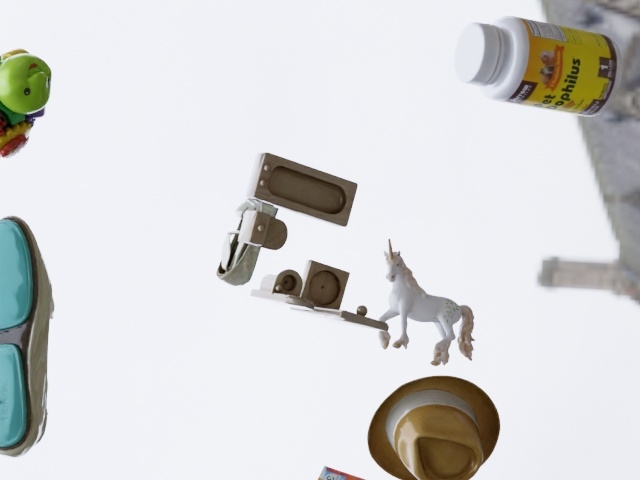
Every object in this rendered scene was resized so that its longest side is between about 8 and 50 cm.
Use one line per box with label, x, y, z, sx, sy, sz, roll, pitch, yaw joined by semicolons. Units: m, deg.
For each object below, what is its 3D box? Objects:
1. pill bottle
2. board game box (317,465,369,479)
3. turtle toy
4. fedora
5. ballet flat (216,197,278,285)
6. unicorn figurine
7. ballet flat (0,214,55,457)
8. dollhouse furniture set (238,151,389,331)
pill bottle;0.295;-0.240;1.935;0.215;0.117;0.117;6;-94;-23
board game box;0.109;0.404;1.713;0.144;0.275;0.142;80;-147;-48
turtle toy;-0.246;-0.101;1.075;0.066;0.130;0.095;49;-134;7
fedora;0.158;0.272;1.898;0.079;0.194;0.194;-111;3;-59
ballet flat;-0.099;-0.017;1.947;0.052;0.057;0.168;15;-84;-37
unicorn figurine;0.114;0.081;1.678;0.162;0.060;0.111;24;-109;-28
ballet flat;-0.313;0.101;1.471;0.086;0.086;0.248;17;-110;-60
dollhouse furniture set;0.000;0.000;1.468;0.144;0.123;0.151;18;-96;-25
